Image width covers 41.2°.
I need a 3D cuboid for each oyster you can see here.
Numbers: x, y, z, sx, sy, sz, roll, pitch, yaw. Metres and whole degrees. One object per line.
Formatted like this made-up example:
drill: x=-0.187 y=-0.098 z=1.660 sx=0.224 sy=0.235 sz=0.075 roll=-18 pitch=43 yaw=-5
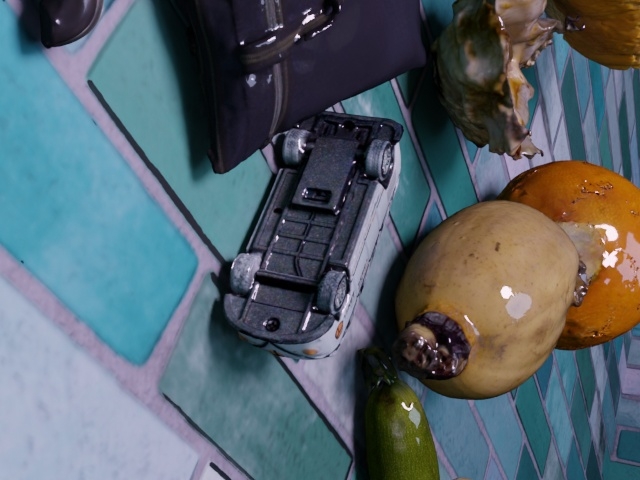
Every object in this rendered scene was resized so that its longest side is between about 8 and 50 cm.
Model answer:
oyster: x=0.201 y=-0.201 z=0.912 sx=0.337 sy=0.133 sz=0.198 roll=-39 pitch=139 yaw=-62

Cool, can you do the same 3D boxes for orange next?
orange: x=0.309 y=0.019 z=1.061 sx=0.240 sy=0.240 sz=0.240 roll=-19 pitch=112 yaw=-60

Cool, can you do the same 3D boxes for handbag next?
handbag: x=-0.013 y=-0.190 z=0.529 sx=0.211 sy=0.088 sz=0.254 roll=-35 pitch=130 yaw=-33

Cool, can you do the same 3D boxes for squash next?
squash: x=0.083 y=0.247 z=0.842 sx=0.071 sy=0.080 sz=0.319 roll=-23 pitch=122 yaw=-17

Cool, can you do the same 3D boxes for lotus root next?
lotus root: x=0.152 y=0.067 z=0.836 sx=0.310 sy=0.182 sz=0.183 roll=-32 pitch=123 yaw=-54

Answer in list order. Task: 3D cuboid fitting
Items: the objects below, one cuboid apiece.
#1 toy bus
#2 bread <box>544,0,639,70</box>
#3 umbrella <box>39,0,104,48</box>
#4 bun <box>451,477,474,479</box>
toy bus: x=0.000 y=0.000 z=0.620 sx=0.089 sy=0.087 sz=0.194 roll=71 pitch=34 yaw=-55
bread: x=0.328 y=-0.346 z=1.002 sx=0.237 sy=0.165 sz=0.375 roll=57 pitch=15 yaw=20
umbrella: x=-0.118 y=-0.215 z=0.382 sx=0.071 sy=0.070 sz=0.248 roll=-36 pitch=131 yaw=-55
bun: x=0.160 y=0.326 z=1.023 sx=0.086 sy=0.054 sz=0.086 roll=-6 pitch=98 yaw=-48
